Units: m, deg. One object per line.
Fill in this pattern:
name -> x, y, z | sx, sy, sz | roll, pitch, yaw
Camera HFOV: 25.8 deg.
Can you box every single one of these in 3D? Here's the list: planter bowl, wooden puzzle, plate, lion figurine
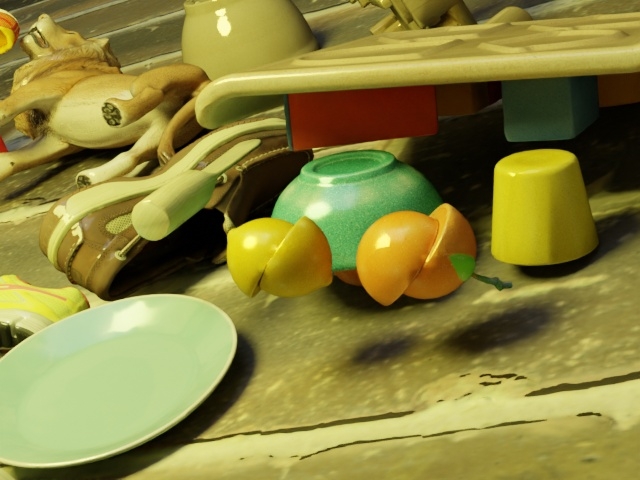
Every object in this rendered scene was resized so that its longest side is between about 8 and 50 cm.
planter bowl -> -0.094, -0.245, 1.620 | 0.162, 0.109, 0.162 | -19, 21, 8
wooden puzzle -> 0.126, -0.122, 1.036 | 0.348, 0.080, 0.322 | -6, 10, 23
plate -> -0.143, 0.097, 0.930 | 0.188, 0.024, 0.188 | -12, 28, 7
lion figurine -> -0.222, -0.144, 1.514 | 0.392, 0.142, 0.240 | 15, 32, 37

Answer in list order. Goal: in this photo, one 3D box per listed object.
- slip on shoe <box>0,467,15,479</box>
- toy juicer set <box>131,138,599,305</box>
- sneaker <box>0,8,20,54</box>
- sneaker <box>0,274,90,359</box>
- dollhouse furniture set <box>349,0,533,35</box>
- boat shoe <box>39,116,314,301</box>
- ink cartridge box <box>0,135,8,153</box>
slip on shoe -> -0.308, 0.178, 0.808 | 0.331, 0.123, 0.101 | -3, 32, 32
toy juicer set -> 0.000, 0.000, 0.933 | 0.329, 0.089, 0.209 | 8, 25, 41
sneaker -> -0.429, -0.220, 1.586 | 0.175, 0.064, 0.067 | -20, 24, 6
sneaker -> -0.265, 0.066, 1.088 | 0.208, 0.081, 0.094 | 4, 32, 30
dollhouse furniture set -> 0.105, -0.290, 1.329 | 0.161, 0.242, 0.212 | -38, 22, -4
boat shoe -> -0.095, -0.017, 1.131 | 0.257, 0.095, 0.095 | -28, 55, -31
ink cartridge box -> -0.466, -0.096, 1.600 | 0.078, 0.134, 0.231 | -12, 23, 27
